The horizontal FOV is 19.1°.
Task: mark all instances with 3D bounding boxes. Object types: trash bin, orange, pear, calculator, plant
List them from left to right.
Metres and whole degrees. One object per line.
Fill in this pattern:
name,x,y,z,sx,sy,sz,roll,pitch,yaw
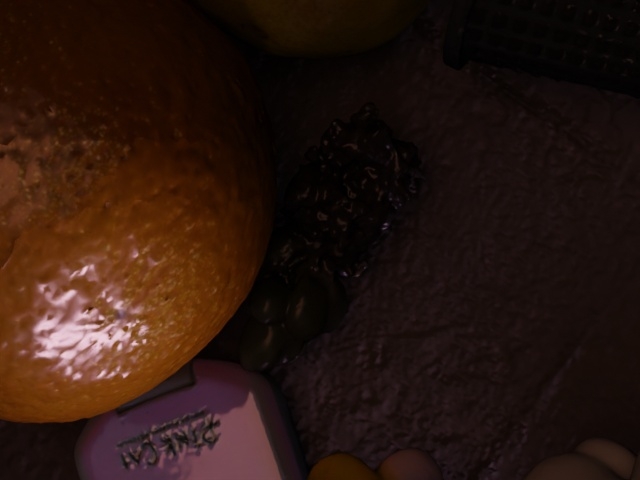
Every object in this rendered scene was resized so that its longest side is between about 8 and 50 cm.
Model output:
orange,-0.158,-0.033,1.080,0.274,0.274,0.274,-2,83,16
calculator,-0.060,0.192,1.143,0.141,0.045,0.246,-20,79,14
pear,-0.009,-0.201,1.093,0.200,0.200,0.200,-2,83,16
plant,0.000,0.000,1.133,0.087,0.085,0.174,34,100,41
trash bin,0.173,-0.154,1.059,0.161,0.175,0.175,20,90,7

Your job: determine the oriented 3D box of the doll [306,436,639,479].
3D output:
doll,0.142,0.200,0.967,0.365,0.376,0.187,-18,109,19
